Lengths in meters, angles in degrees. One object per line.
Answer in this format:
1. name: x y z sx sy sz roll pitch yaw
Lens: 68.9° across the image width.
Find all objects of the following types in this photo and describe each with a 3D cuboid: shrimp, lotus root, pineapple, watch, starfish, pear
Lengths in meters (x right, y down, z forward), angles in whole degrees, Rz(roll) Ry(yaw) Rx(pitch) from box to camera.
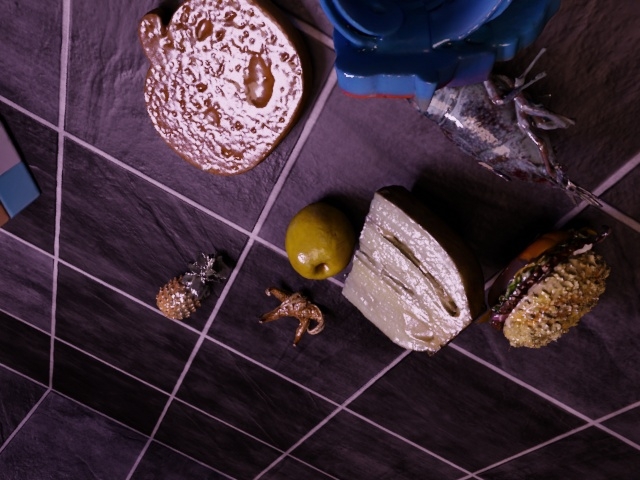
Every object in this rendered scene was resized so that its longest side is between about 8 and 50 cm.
1. shrimp: 0.289 -0.185 0.700 0.372 0.137 0.172 27 150 -1
2. lotus root: 0.200 0.062 0.881 0.260 0.149 0.267 40 134 30
3. pineapple: -0.331 0.112 1.223 0.125 0.125 0.251 41 126 -16
4. watch: 0.144 -0.328 0.543 0.305 0.241 0.274 -5 141 5
5. starfish: -0.083 0.184 1.206 0.146 0.074 0.190 -28 115 35
6. pear: 0.000 0.000 0.966 0.149 0.162 0.149 -1 138 -1

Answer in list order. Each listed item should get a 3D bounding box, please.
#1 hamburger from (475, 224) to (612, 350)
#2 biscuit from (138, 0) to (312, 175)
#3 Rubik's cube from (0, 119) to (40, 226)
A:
1. hamburger: 0.413 0.086 0.837 0.138 0.243 0.261 46 145 32
2. biscuit: -0.190 -0.287 0.852 0.314 0.063 0.367 39 131 -11
3. Rubik's cube: -0.947 -0.163 1.048 0.347 0.346 0.344 8 131 15
